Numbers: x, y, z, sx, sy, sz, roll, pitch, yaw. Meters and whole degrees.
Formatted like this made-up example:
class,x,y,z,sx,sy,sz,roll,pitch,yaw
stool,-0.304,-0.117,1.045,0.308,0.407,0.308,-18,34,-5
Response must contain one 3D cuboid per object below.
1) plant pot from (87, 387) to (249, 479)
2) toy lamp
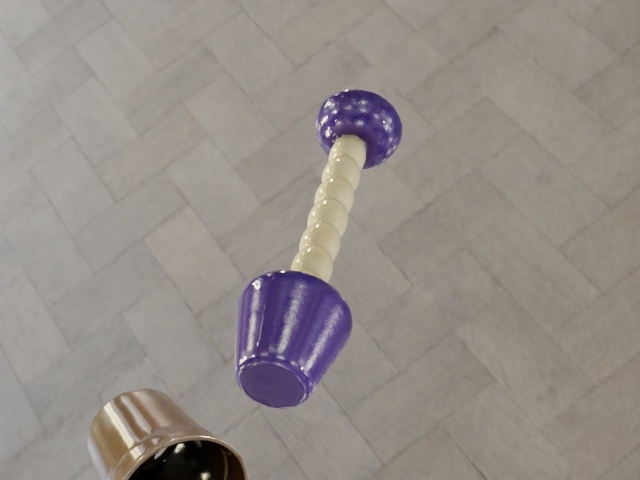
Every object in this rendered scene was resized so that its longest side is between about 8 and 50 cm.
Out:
class,x,y,z,sx,sy,sz,roll,pitch,yaw
plant pot,-0.195,0.268,1.285,0.167,0.167,0.165,-44,34,-8
toy lamp,0.000,0.000,0.758,0.080,0.080,0.274,-2,39,19
